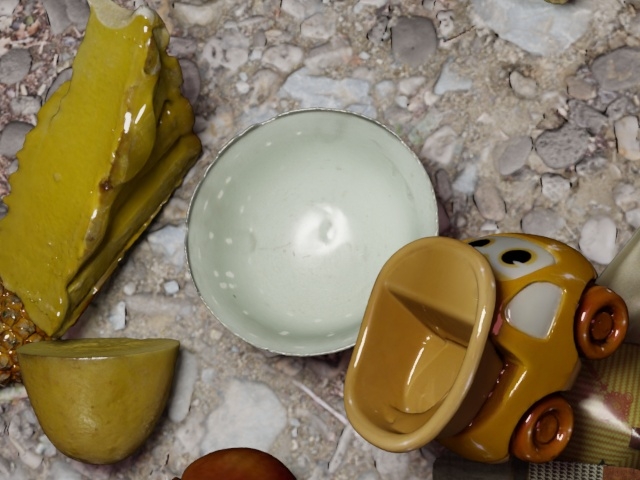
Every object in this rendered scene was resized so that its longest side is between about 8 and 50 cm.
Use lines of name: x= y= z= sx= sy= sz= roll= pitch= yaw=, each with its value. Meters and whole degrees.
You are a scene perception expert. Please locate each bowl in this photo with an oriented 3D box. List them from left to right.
bowl: x=0.000 y=0.000 z=1.367 sx=0.313 sy=0.146 sz=0.313 roll=-3 pitch=77 yaw=11

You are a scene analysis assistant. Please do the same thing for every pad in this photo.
pad: x=0.251 y=0.406 z=1.257 sx=0.250 sy=0.055 sz=0.323 roll=3 pitch=93 yaw=13

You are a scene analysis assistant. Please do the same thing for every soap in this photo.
soap: x=-0.306 y=-0.089 z=1.334 sx=0.169 sy=0.304 sz=0.338 roll=25 pitch=65 yaw=19

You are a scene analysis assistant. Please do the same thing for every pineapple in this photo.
pineapple: x=-0.446 y=0.108 z=1.439 sx=0.176 sy=0.137 sz=0.161 roll=30 pitch=84 yaw=17

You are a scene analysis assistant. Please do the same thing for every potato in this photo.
potato: x=-0.283 y=0.205 z=1.376 sx=0.203 sy=0.178 sz=0.158 roll=2 pitch=91 yaw=-19

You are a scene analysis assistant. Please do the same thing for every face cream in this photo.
face cream: x=0.356 y=0.101 z=1.304 sx=0.341 sy=0.084 sz=0.137 roll=-46 pitch=53 yaw=-7

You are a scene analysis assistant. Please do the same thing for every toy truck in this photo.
toy truck: x=0.176 y=0.116 z=1.189 sx=0.204 sy=0.212 sz=0.288 roll=22 pitch=86 yaw=56

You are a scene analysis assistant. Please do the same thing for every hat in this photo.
hat: x=0.347 y=0.215 z=1.224 sx=0.193 sy=0.082 sz=0.193 roll=-2 pitch=99 yaw=-13

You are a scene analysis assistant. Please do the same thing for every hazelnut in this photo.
hazelnut: x=-0.112 y=0.342 z=1.272 sx=0.208 sy=0.208 sz=0.208 roll=-3 pitch=75 yaw=11

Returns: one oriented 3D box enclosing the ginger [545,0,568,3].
ginger: x=0.261 y=-0.420 z=1.444 sx=0.263 sy=0.116 sz=0.109 roll=41 pitch=46 yaw=23
